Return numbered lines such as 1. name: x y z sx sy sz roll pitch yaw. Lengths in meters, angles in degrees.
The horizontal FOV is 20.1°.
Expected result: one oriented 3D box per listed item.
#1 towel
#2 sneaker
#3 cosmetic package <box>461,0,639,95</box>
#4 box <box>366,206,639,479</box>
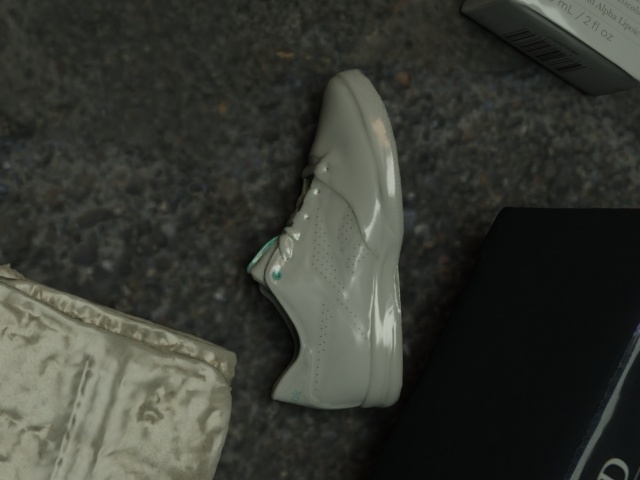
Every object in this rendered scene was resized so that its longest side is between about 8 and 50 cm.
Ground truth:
1. towel: -0.170 0.168 1.056 0.187 0.049 0.282 22 81 -17
2. sneaker: 0.000 0.000 1.115 0.094 0.080 0.212 -2 90 -9
3. cosmetic package: 0.201 -0.222 1.189 0.117 0.085 0.231 30 79 -17
4. box: 0.242 0.199 1.099 0.395 0.212 0.293 32 78 -22
